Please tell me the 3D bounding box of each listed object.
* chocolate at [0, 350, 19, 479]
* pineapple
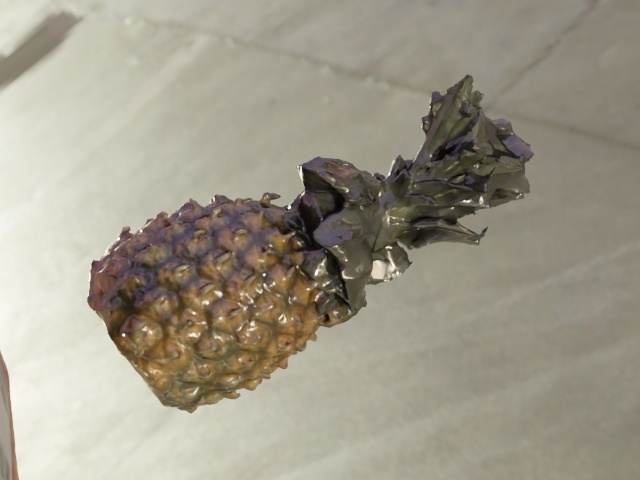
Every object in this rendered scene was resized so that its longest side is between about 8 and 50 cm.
[{"bbox_3d":[-0.312,0.049,0.691,0.341,0.360,0.161,1,56,2],"label":"chocolate"},{"bbox_3d":[0.000,0.000,0.898,0.251,0.125,0.125,-29,27,7],"label":"pineapple"}]
